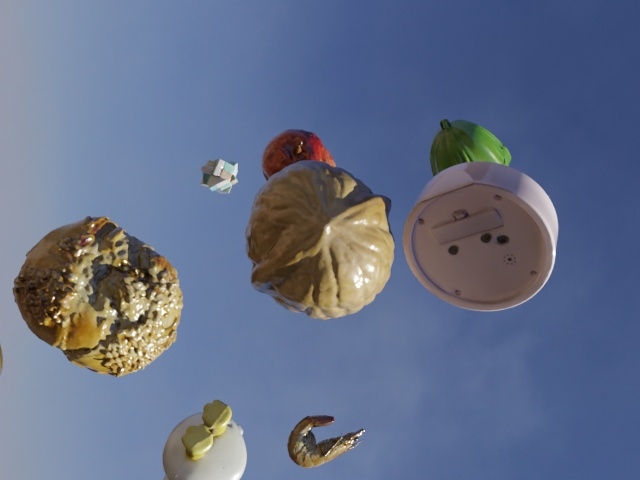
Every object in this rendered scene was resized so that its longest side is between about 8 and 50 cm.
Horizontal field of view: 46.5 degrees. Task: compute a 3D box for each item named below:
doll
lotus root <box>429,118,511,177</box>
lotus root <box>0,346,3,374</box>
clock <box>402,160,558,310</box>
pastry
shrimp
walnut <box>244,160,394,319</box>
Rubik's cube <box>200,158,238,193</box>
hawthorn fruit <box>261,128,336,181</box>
[{"bbox_3d":[-0.158,0.305,0.970,0.119,0.138,0.293,34,-39,17],"label":"doll"},{"bbox_3d":[0.312,-0.206,1.669,0.186,0.186,0.186,7,-82,63],"label":"lotus root"},{"bbox_3d":[-0.414,0.071,0.745,0.241,0.124,0.123,52,1,2],"label":"lotus root"},{"bbox_3d":[0.213,-0.004,0.994,0.068,0.197,0.197,-57,170,-53],"label":"clock"},{"bbox_3d":[-0.389,0.104,1.352,0.255,0.311,0.162,-59,-161,-16],"label":"pastry"},{"bbox_3d":[0.009,0.384,1.466,0.095,0.162,0.045,67,-19,15],"label":"shrimp"},{"bbox_3d":[0.000,0.000,1.028,0.261,0.225,0.225,124,-39,-81],"label":"walnut"},{"bbox_3d":[-0.231,-0.147,1.703,0.073,0.084,0.075,4,-92,56],"label":"Rubik's cube"},{"bbox_3d":[-0.064,-0.212,1.995,0.243,0.207,0.207,94,-15,-72],"label":"hawthorn fruit"}]
